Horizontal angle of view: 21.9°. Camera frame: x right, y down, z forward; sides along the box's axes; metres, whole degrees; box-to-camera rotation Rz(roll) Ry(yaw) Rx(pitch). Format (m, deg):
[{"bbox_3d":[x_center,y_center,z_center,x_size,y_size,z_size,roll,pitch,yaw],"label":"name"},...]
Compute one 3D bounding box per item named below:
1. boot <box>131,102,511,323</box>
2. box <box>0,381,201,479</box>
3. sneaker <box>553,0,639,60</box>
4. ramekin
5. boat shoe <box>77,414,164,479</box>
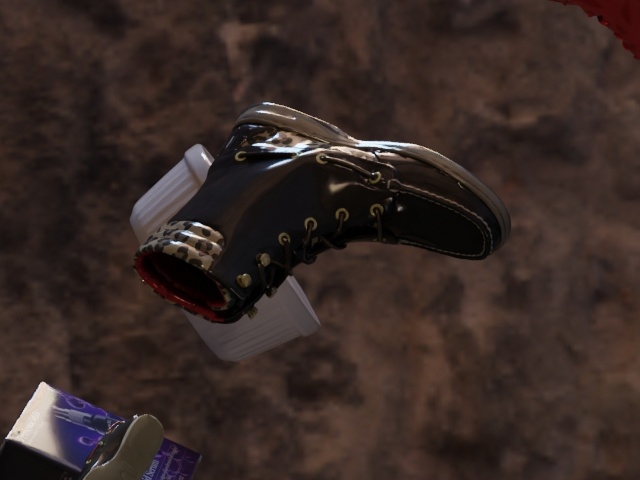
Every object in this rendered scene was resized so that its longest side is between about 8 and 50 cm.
[{"bbox_3d":[-0.001,0.001,1.201,0.178,0.236,0.085,-51,-29,-36],"label":"boot"},{"bbox_3d":[-0.253,0.267,1.811,0.153,0.207,0.108,-76,12,-69],"label":"box"},{"bbox_3d":[0.265,-0.208,1.444,0.221,0.128,0.087,67,-142,-51],"label":"sneaker"},{"bbox_3d":[-0.124,0.026,2.031,0.273,0.127,0.273,57,-179,-1],"label":"ramekin"},{"bbox_3d":[-0.187,0.208,1.463,0.049,0.042,0.133,53,-135,-20],"label":"boat shoe"}]
